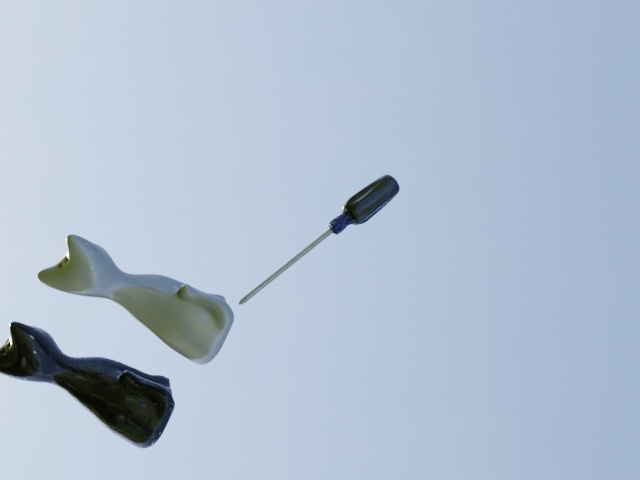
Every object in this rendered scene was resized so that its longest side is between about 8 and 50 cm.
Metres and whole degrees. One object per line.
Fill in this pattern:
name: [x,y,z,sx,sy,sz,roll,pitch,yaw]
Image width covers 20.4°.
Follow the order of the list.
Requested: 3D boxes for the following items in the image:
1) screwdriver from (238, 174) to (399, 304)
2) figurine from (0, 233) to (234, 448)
screwdriver: [0.000,0.000,1.413,0.024,0.170,0.025,56,-27,-10]
figurine: [-0.230,0.101,1.931,0.215,0.209,0.092,-55,-159,26]
